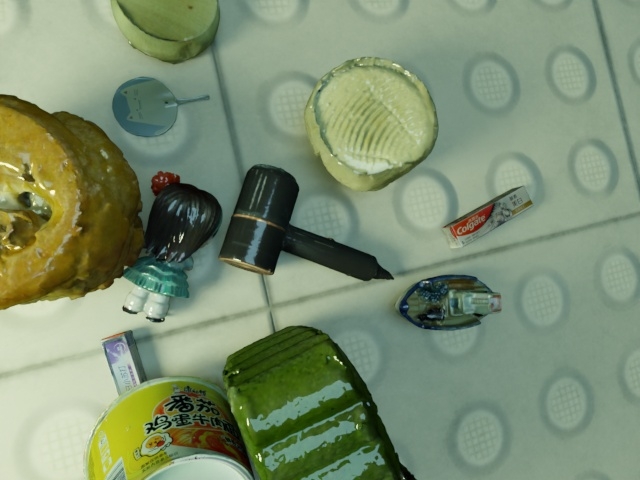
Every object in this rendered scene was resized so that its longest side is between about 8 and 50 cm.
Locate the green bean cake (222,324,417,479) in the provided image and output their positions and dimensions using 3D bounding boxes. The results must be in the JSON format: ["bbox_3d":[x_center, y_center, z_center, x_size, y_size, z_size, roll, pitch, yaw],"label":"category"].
[{"bbox_3d":[-0.001,0.297,0.695,0.218,0.335,0.319,-24,96,-16],"label":"green bean cake"}]

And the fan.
[{"bbox_3d":[-0.293,-0.254,0.830,0.175,0.005,0.113,-15,89,-17],"label":"fan"}]

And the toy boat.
[{"bbox_3d":[0.268,0.126,0.902,0.261,0.115,0.114,-2,85,-16],"label":"toy boat"}]

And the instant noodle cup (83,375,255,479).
[{"bbox_3d":[-0.214,0.362,0.667,0.264,0.200,0.265,-3,98,-26],"label":"instant noodle cup"}]

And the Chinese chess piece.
[{"bbox_3d":[-0.280,-0.424,0.814,0.188,0.083,0.189,3,81,-17],"label":"Chinese chess piece"}]

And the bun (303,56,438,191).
[{"bbox_3d":[0.091,-0.218,0.864,0.259,0.152,0.260,1,77,-6],"label":"bun"}]

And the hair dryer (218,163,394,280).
[{"bbox_3d":[0.000,0.000,0.858,0.352,0.107,0.189,20,78,-22],"label":"hair dryer"}]

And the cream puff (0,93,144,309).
[{"bbox_3d":[-0.435,-0.035,0.651,0.327,0.231,0.343,38,80,-7],"label":"cream puff"}]

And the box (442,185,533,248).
[{"bbox_3d":[0.373,-0.053,0.989,0.218,0.039,0.055,-26,94,-17],"label":"box"}]

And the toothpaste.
[{"bbox_3d":[-0.318,0.253,0.760,0.047,0.040,0.196,-17,91,-16],"label":"toothpaste"}]

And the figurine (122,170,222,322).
[{"bbox_3d":[-0.264,0.012,0.765,0.137,0.110,0.246,24,87,-10],"label":"figurine"}]
